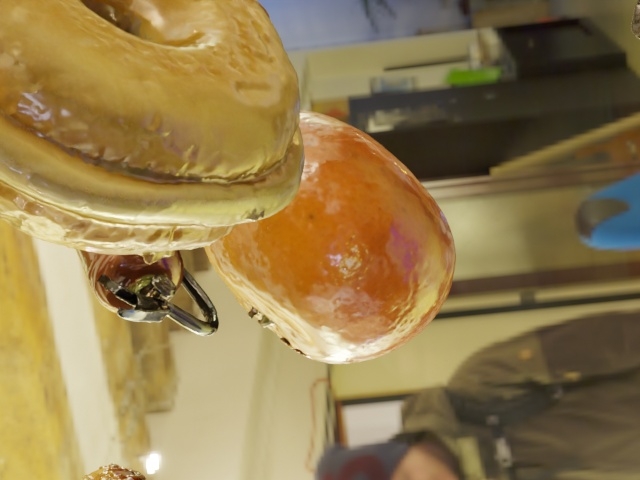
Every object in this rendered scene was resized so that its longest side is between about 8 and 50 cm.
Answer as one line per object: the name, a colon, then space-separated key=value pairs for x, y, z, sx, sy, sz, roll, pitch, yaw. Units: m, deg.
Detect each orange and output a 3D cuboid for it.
orange: x=0.000 y=0.000 z=1.932 sx=0.424 sy=0.326 sz=0.424 roll=40 pitch=175 yaw=4

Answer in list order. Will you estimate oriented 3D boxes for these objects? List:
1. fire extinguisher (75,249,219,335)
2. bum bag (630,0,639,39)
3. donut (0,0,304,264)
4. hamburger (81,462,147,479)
fire extinguisher: x=-0.226 y=-0.004 z=1.554 sx=0.113 sy=0.200 sz=0.376 roll=-62 pitch=37 yaw=25
bum bag: x=0.446 y=-0.229 z=1.440 sx=0.248 sy=0.060 sz=0.123 roll=-114 pitch=35 yaw=-42
donut: x=-0.208 y=-0.158 z=1.144 sx=0.198 sy=0.448 sz=0.449 roll=-53 pitch=20 yaw=29
hamburger: x=-0.255 y=0.408 z=1.483 sx=0.291 sy=0.225 sz=0.291 roll=50 pitch=154 yaw=34
